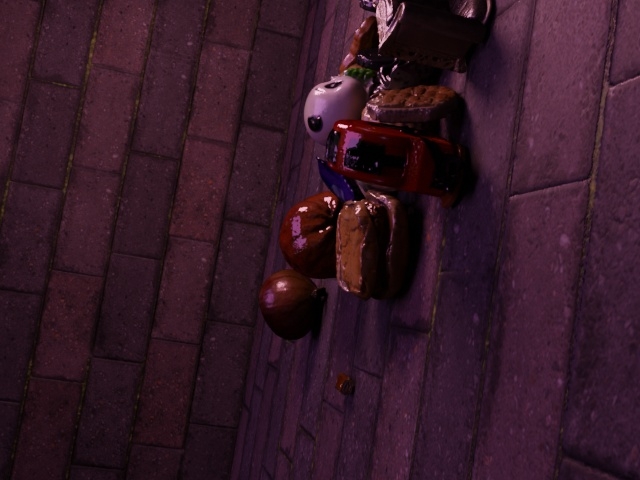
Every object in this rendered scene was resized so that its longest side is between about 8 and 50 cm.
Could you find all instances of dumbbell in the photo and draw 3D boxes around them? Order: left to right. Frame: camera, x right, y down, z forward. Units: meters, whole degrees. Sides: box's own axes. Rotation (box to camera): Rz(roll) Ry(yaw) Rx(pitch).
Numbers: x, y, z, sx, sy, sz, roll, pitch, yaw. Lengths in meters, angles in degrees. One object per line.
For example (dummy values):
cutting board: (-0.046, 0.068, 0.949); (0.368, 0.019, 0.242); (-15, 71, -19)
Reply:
dumbbell: (0.166, -0.532, 1.875); (0.143, 0.143, 0.325); (-103, 13, -60)

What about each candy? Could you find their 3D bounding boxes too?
candy: (0.066, -0.135, 1.908); (0.070, 0.145, 0.275); (-40, -17, 4)

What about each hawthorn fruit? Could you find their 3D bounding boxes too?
hawthorn fruit: (0.005, -0.008, 2.042); (0.262, 0.258, 0.258); (-25, 51, 40)

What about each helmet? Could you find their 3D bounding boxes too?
helmet: (0.222, -0.419, 1.720); (0.176, 0.107, 0.153); (-59, 12, 5)

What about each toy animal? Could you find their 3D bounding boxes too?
toy animal: (0.095, -0.322, 1.839); (0.212, 0.267, 0.212); (-164, 90, -81)

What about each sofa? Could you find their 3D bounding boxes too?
sofa: (0.229, -0.497, 1.533); (0.182, 0.200, 0.258); (110, 166, -45)

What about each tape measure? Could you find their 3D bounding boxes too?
tape measure: (0.141, -0.175, 1.481); (0.253, 0.261, 0.113); (-86, 7, -76)

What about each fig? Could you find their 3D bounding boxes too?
fig: (-0.091, 0.204, 2.400); (0.235, 0.215, 0.234); (163, 90, -80)

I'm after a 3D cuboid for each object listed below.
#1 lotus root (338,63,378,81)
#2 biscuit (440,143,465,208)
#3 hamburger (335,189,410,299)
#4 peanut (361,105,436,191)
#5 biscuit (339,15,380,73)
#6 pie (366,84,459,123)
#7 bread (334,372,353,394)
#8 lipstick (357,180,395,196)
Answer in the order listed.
lotus root: (0.113, -0.426, 2.074); (0.257, 0.155, 0.140); (-119, 33, -84)
biscuit: (0.265, -0.129, 1.474); (0.102, 0.019, 0.130); (153, 128, -80)
hamburger: (0.120, 0.010, 1.724); (0.283, 0.145, 0.259); (-144, 53, -71)
peanut: (0.168, -0.229, 1.680); (0.110, 0.197, 0.232); (3, -77, -62)
biscuit: (0.135, -0.546, 2.134); (0.044, 0.186, 0.295); (48, 150, 13)
pie: (0.197, -0.291, 1.563); (0.195, 0.195, 0.046); (-106, 8, -63)
bread: (0.063, 0.377, 1.930); (0.083, 0.036, 0.046); (-174, 102, -79)
lipstick: (0.136, -0.181, 1.955); (0.289, 0.078, 0.076); (-115, 38, -68)
